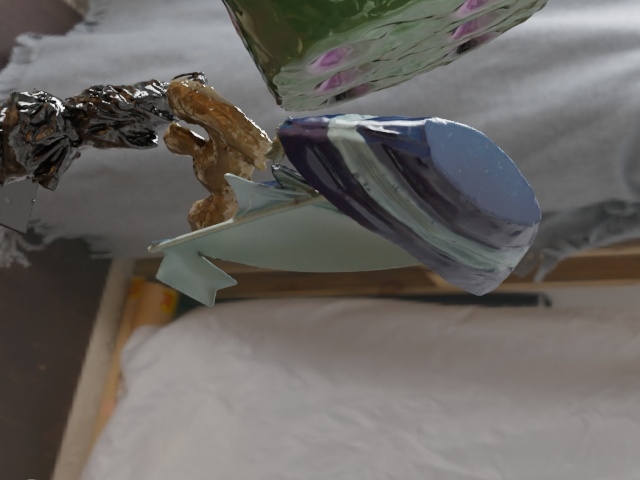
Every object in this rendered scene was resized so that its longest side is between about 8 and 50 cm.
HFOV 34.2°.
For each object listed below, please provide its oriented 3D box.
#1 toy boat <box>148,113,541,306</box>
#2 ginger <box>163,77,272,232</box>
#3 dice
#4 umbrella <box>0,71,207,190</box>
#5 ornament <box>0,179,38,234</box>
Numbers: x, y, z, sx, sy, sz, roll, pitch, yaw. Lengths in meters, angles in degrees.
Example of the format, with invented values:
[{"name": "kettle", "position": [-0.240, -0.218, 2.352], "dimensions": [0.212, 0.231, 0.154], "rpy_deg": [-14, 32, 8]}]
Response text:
[{"name": "toy boat", "position": [-0.005, -0.015, 0.683], "dimensions": [0.210, 0.291, 0.070], "rpy_deg": [58, 34, -55]}, {"name": "ginger", "position": [-0.126, -0.089, 1.167], "dimensions": [0.065, 0.258, 0.149], "rpy_deg": [-34, 76, -26]}, {"name": "dice", "position": [0.036, -0.320, 0.954], "dimensions": [0.330, 0.318, 0.322], "rpy_deg": [64, 2, 5]}, {"name": "umbrella", "position": [-0.317, -0.148, 1.448], "dimensions": [0.154, 0.337, 0.128], "rpy_deg": [102, -26, -49]}, {"name": "ornament", "position": [-0.645, -0.081, 1.945], "dimensions": [0.153, 0.196, 0.166], "rpy_deg": [27, 61, -36]}]
